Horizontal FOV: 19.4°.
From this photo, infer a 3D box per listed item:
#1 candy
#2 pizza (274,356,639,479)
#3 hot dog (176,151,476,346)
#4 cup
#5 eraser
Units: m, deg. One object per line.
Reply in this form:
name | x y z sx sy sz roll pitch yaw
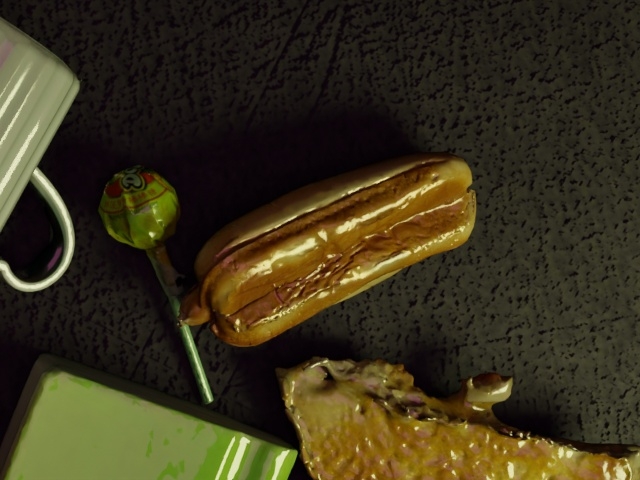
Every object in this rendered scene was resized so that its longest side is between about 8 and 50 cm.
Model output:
candy | -0.114 0.036 1.397 0.058 0.062 0.194 -20 109 -7
pizza | 0.091 0.182 1.439 0.297 0.071 0.189 19 104 -9
hot dog | 0.000 0.000 1.395 0.249 0.076 0.102 -26 128 -15
cup | -0.270 -0.059 1.316 0.167 0.221 0.202 30 86 21
eraser | -0.162 0.244 1.384 0.210 0.092 0.274 20 90 -14
